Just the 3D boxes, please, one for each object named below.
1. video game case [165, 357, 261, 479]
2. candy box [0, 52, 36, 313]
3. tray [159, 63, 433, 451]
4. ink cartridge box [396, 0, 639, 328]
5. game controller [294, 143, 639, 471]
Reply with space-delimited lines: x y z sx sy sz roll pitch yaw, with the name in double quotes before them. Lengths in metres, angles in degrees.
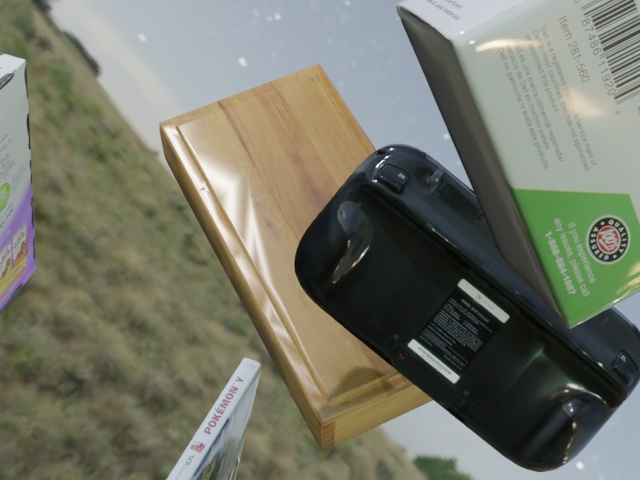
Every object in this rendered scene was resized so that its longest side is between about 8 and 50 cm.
"video game case" -0.116 0.239 1.139 0.023 0.183 0.201 22 -50 9
"candy box" -0.261 -0.009 0.782 0.070 0.165 0.196 19 -48 9
"tray" 0.000 0.000 1.264 0.411 0.202 0.076 59 -16 30
"ink cartridge box" 0.172 -0.086 0.564 0.160 0.219 0.092 64 -2 -25
"game controller" 0.134 0.063 1.052 0.319 0.166 0.067 39 11 -3
